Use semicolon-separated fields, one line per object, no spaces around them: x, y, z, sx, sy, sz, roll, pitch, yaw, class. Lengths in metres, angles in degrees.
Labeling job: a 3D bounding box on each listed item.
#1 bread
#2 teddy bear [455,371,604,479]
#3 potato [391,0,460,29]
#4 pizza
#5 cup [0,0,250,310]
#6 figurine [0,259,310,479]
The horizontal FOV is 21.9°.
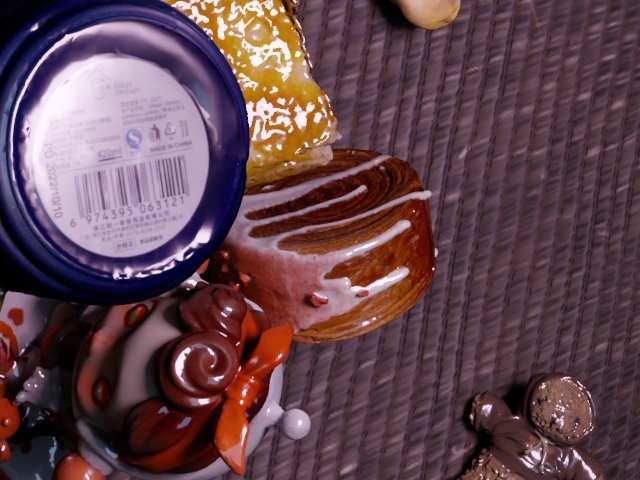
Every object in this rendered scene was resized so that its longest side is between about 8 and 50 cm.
0.000;0.000;1.117;0.160;0.160;0.073;-29;128;-30;bread
0.155;0.176;1.293;0.119;0.078;0.160;36;77;4;teddy bear
0.073;-0.197;1.212;0.068;0.062;0.083;-27;79;-3;potato
-0.094;-0.175;1.091;0.189;0.071;0.297;-17;100;-21;pizza
-0.168;-0.012;0.935;0.178;0.256;0.255;-8;99;-35;cup
-0.101;0.086;1.008;0.183;0.226;0.160;-47;119;-24;figurine
